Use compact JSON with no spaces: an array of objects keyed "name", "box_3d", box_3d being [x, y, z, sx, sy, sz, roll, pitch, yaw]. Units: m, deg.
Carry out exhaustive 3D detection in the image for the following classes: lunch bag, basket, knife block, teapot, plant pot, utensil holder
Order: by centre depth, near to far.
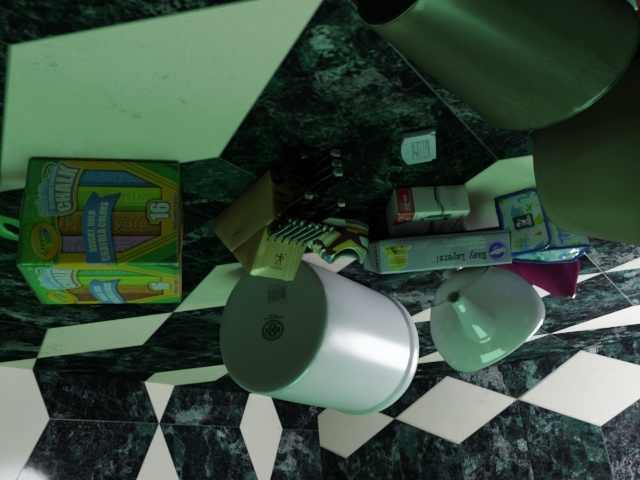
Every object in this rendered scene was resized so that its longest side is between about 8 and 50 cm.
[{"name":"basket","box_3d":[0.160,-0.223,0.595,0.226,0.154,0.204,18,169,-33]},{"name":"plant pot","box_3d":[0.444,-0.115,0.766,0.280,0.324,0.323,-4,164,43]},{"name":"knife block","box_3d":[-0.070,-0.069,1.015,0.088,0.242,0.275,12,-163,-33]},{"name":"lunch bag","box_3d":[0.414,-0.027,1.133,0.151,0.129,0.096,-3,156,-2]},{"name":"teapot","box_3d":[0.317,0.132,1.228,0.252,0.187,0.256,-35,177,-29]},{"name":"utensil holder","box_3d":[0.001,0.234,1.413,0.327,0.328,0.385,-20,152,30]}]

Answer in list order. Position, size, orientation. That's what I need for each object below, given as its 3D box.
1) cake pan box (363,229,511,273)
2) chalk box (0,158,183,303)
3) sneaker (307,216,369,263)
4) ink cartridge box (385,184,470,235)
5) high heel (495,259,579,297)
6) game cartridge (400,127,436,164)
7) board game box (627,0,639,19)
[{"name":"cake pan box","box_3d":[0.215,0.021,1.185,0.245,0.070,0.267,-3,179,-4]},{"name":"chalk box","box_3d":[-0.366,-0.008,0.940,0.288,0.179,0.180,-1,156,-11]},{"name":"sneaker","box_3d":[0.000,0.000,1.142,0.185,0.084,0.070,4,159,4]},{"name":"ink cartridge box","box_3d":[0.198,-0.055,1.111,0.135,0.056,0.099,-3,157,-5]},{"name":"high heel","box_3d":[0.490,0.097,1.373,0.127,0.182,0.377,-8,157,6]},{"name":"game cartridge","box_3d":[0.153,-0.147,0.937,0.055,0.017,0.083,-12,156,6]},{"name":"board game box","box_3d":[0.339,-0.268,0.669,0.168,0.033,0.133,-2,157,-9]}]
